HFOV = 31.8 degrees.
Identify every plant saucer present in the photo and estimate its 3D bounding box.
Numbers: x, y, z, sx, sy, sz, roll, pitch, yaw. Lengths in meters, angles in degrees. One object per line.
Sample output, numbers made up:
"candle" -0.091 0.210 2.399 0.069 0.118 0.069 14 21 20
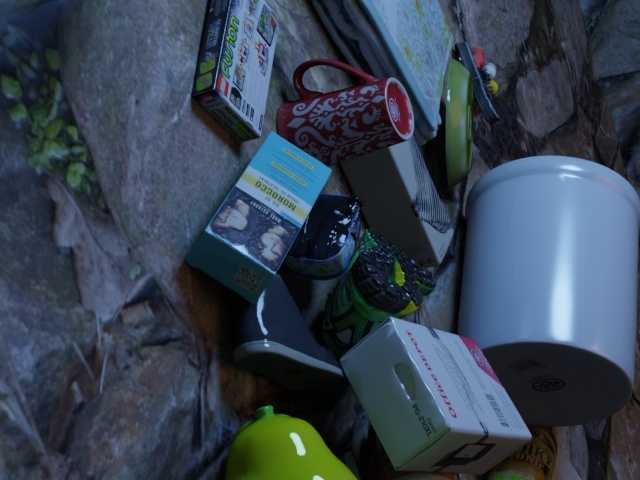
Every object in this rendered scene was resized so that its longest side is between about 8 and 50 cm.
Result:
"plant saucer" 0.262 -0.218 2.092 0.241 0.037 0.241 2 90 -78

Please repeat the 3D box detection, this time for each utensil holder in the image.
"utensil holder" 0.410 0.097 2.021 0.327 0.327 0.385 48 41 -42

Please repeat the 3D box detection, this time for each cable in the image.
"cable" 0.326 -0.326 2.244 0.287 0.072 0.139 -90 155 -70

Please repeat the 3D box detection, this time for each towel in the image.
"towel" 0.114 -0.389 1.933 0.374 0.090 0.320 56 31 -35

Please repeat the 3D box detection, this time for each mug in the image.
"mug" 0.031 -0.179 1.589 0.150 0.169 0.113 61 32 -29

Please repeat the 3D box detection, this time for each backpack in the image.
"backpack" 0.000 0.000 1.527 0.084 0.105 0.114 77 26 -50

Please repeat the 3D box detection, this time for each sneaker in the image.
"sneaker" -0.035 0.117 1.433 0.222 0.083 0.118 36 43 -56
"sneaker" 0.067 0.078 1.611 0.134 0.146 0.343 42 13 5

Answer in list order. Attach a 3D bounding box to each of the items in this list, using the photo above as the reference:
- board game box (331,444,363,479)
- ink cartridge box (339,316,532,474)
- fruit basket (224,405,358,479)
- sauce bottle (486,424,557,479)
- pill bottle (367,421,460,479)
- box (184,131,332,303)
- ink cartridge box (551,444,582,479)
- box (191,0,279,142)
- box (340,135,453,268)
"board game box" 0.031 0.382 1.462 0.136 0.035 0.201 -8 78 -62
"ink cartridge box" 0.154 0.210 1.483 0.237 0.100 0.172 19 37 -53
"fruit basket" -0.022 0.385 1.234 0.392 0.283 0.392 35 9 -6
"sauce bottle" 0.369 0.401 2.038 0.111 0.111 0.344 66 28 -20
"pill bottle" 0.129 0.302 1.584 0.121 0.121 0.216 59 15 -31
"box" -0.072 -0.035 1.405 0.100 0.060 0.244 33 38 -5
"ink cartridge box" 0.440 0.539 2.195 0.189 0.066 0.232 53 57 -38
"box" -0.109 -0.247 1.493 0.114 0.036 0.207 44 44 -46
"box" 0.114 -0.091 1.788 0.275 0.094 0.113 64 30 -24
